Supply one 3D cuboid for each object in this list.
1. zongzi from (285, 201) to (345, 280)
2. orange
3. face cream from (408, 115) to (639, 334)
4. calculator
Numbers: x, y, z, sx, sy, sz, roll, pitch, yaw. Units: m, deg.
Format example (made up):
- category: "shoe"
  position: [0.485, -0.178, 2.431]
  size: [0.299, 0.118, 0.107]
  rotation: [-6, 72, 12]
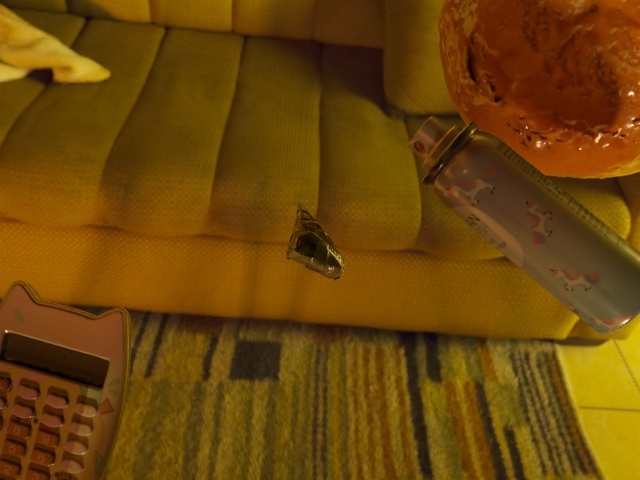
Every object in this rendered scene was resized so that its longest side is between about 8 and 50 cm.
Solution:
- category: "zongzi"
  position: [0.000, 0.000, 1.039]
  size: [0.109, 0.055, 0.119]
  rotation: [29, 48, -24]
- category: "orange"
  position: [0.313, -0.236, 0.713]
  size: [0.341, 0.340, 0.293]
  rotation: [23, 10, 17]
- category: "face cream"
  position: [0.173, -0.022, 0.522]
  size: [0.229, 0.075, 0.075]
  rotation: [41, 47, 8]
- category: "calculator"
  position: [-0.270, 0.166, 0.600]
  size: [0.157, 0.236, 0.033]
  rotation: [15, -2, 5]
